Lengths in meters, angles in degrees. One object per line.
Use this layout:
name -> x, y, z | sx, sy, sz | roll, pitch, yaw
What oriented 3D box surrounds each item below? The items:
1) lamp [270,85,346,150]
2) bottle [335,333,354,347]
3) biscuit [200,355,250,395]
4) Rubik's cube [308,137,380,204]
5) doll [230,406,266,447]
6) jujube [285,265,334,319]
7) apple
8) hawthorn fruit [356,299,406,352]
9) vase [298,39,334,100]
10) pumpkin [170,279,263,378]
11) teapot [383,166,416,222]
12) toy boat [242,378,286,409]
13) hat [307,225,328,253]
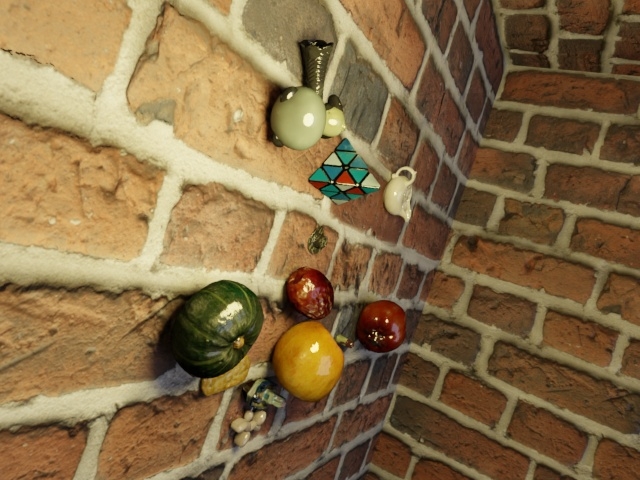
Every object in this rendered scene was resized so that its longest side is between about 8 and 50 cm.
lamp -> -0.041, -0.383, 1.427 | 0.243, 0.197, 0.198 | -10, 117, -37
bottle -> 0.126, 0.520, 2.314 | 0.063, 0.101, 0.047 | -30, 131, -48
biscuit -> -0.331, 0.476, 1.609 | 0.247, 0.029, 0.118 | 3, 104, -59
Rubik's cube -> 0.058, -0.205, 1.823 | 0.250, 0.284, 0.234 | -25, 154, -21
doll -> -0.283, 0.735, 1.807 | 0.160, 0.059, 0.161 | -38, 136, -41
jujube -> -0.037, 0.212, 1.793 | 0.183, 0.183, 0.243 | -58, 137, -22
apple -> -0.042, 0.476, 1.813 | 0.275, 0.299, 0.299 | -48, 147, -2
hawthorn fruit -> 0.343, 0.460, 2.480 | 0.311, 0.295, 0.295 | -50, 144, -33
vase -> -0.017, -0.525, 1.490 | 0.115, 0.115, 0.237 | -36, 139, -45
pumpkin -> -0.311, 0.260, 1.353 | 0.300, 0.207, 0.300 | -50, 158, -28
teapot -> 0.410, -0.238, 2.315 | 0.204, 0.139, 0.298 | -37, 137, -40
toy boat -> -0.216, 0.618, 1.793 | 0.114, 0.115, 0.262 | -66, 149, -10
hat -> 0.000, 0.000, 1.862 | 0.121, 0.050, 0.121 | -31, 129, -49
